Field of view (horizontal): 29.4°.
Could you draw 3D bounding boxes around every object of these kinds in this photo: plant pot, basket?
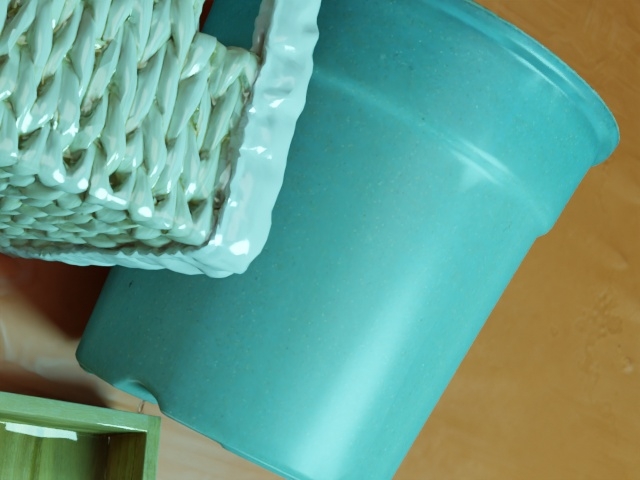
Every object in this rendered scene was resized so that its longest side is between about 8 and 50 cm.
[{"bbox_3d":[0.000,0.000,0.933,0.341,0.341,0.334,33,80,-34],"label":"plant pot"},{"bbox_3d":[-0.187,-0.171,0.751,0.266,0.331,0.328,20,78,-38],"label":"basket"}]

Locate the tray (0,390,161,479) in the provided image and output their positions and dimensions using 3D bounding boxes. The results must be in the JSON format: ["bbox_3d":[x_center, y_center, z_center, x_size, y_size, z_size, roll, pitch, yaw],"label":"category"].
[{"bbox_3d":[-0.234,0.318,0.861,0.203,0.076,0.411,16,69,-37],"label":"tray"}]
